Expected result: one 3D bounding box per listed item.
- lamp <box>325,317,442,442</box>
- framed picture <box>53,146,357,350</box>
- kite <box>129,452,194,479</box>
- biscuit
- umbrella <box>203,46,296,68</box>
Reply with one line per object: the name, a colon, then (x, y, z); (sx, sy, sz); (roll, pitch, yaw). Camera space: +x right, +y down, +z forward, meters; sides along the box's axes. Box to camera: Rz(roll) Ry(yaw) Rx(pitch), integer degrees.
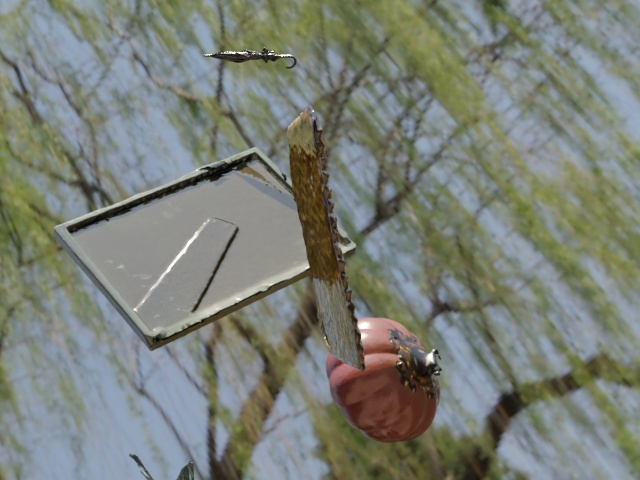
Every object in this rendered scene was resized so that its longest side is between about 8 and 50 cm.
lamp: (0.093, 0.186, 1.816); (0.140, 0.182, 0.182); (-34, -38, 30)
framed picture: (-0.126, -0.001, 1.491); (0.281, 0.209, 0.019); (-24, -38, -28)
kite: (-0.194, 0.320, 1.638); (0.139, 0.157, 0.011); (-50, -30, 17)
biscuit: (0.000, 0.000, 1.227); (0.013, 0.237, 0.232); (-12, -89, -8)
umbrella: (-0.084, -0.222, 1.599); (0.013, 0.122, 0.022); (34, -113, -69)
